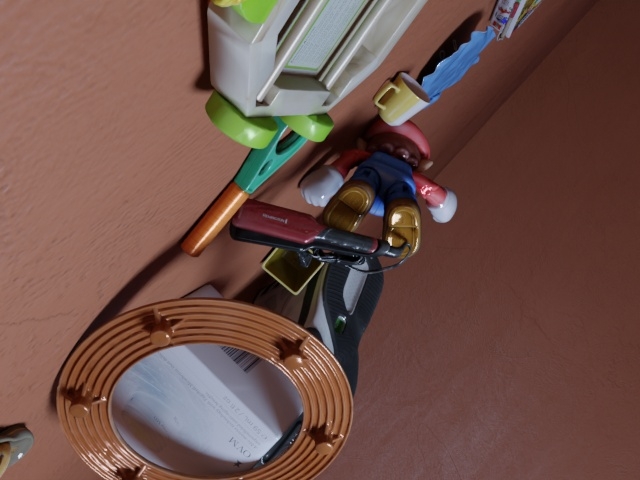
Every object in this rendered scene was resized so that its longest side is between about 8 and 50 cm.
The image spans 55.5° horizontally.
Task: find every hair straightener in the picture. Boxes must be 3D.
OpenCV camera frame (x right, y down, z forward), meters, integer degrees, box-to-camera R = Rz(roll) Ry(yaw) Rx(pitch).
[{"bbox_3d":[0.000,0.000,0.756,0.089,0.230,0.047,120,-24,-64],"label":"hair straightener"}]

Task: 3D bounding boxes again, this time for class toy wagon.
[{"bbox_3d":[0.014,-0.187,0.423,0.267,0.068,0.344,-52,170,23],"label":"toy wagon"}]

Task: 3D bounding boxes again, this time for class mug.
[{"bbox_3d":[0.113,-0.208,0.898,0.064,0.078,0.062,-43,-152,30],"label":"mug"}]

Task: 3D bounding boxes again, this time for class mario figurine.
[{"bbox_3d":[0.095,-0.064,0.920,0.170,0.198,0.320,-30,-166,25],"label":"mario figurine"}]

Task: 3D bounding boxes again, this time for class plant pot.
[{"bbox_3d":[-0.045,0.034,1.092,0.081,0.081,0.083,-49,-176,10],"label":"plant pot"}]

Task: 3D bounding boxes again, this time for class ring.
[{"bbox_3d":[-0.128,0.207,0.691,0.337,0.336,0.032,-52,-159,23],"label":"ring"}]

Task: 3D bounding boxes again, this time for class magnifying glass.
[{"bbox_3d":[-0.069,-0.075,0.657,0.231,0.026,0.092,-48,172,4],"label":"magnifying glass"}]

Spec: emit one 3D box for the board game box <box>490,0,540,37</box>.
[{"bbox_3d":[0.423,-0.512,1.038,0.305,0.053,0.193,-48,171,-1],"label":"board game box"}]

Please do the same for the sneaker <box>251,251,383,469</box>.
[{"bbox_3d":[-0.056,0.215,1.135,0.257,0.169,0.448,-22,-147,52],"label":"sneaker"}]

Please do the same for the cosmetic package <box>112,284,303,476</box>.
[{"bbox_3d":[-0.167,0.229,0.854,0.225,0.224,0.138,-53,171,27],"label":"cosmetic package"}]

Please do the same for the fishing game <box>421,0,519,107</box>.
[{"bbox_3d":[0.221,-0.300,1.044,0.264,0.041,0.189,-40,171,3],"label":"fishing game"}]

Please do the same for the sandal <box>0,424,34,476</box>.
[{"bbox_3d":[-0.337,0.230,0.605,0.072,0.049,0.180,-48,171,-1],"label":"sandal"}]
